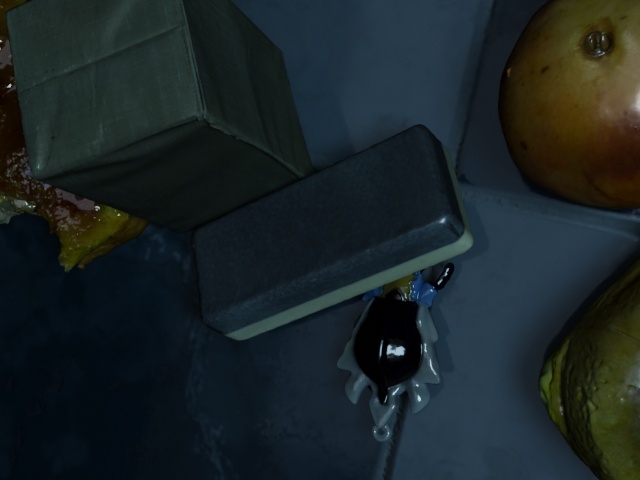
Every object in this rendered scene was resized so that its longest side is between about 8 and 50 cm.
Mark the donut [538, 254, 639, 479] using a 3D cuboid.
[{"bbox_3d":[0.308,0.096,0.666,0.208,0.128,0.261,39,97,-5],"label":"donut"}]

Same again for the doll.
[{"bbox_3d":[0.066,0.079,0.781,0.096,0.070,0.195,6,81,22],"label":"doll"}]

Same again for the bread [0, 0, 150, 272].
[{"bbox_3d":[-0.325,-0.130,0.860,0.185,0.109,0.380,-31,80,0],"label":"bread"}]

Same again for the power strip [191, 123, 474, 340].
[{"bbox_3d":[0.000,0.000,0.773,0.257,0.070,0.105,-23,57,21],"label":"power strip"}]

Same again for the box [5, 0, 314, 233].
[{"bbox_3d":[-0.124,-0.116,0.745,0.149,0.231,0.155,-18,76,15],"label":"box"}]

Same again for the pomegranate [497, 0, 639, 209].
[{"bbox_3d":[0.231,-0.113,0.683,0.191,0.191,0.191,0,89,15],"label":"pomegranate"}]
